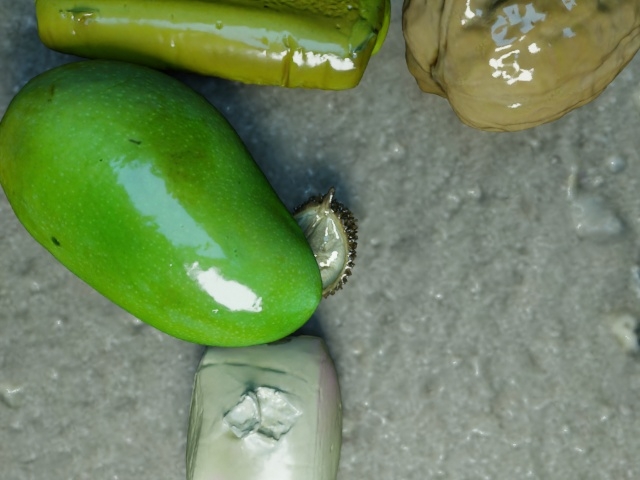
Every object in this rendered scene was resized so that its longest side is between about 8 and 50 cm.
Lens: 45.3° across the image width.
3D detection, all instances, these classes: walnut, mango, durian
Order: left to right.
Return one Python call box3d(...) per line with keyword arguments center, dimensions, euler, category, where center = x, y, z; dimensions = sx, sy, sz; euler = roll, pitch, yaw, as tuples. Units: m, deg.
box3d(center=(-0.160, -0.038, 0.791), dimensions=(0.382, 0.201, 0.225), euler=(37, 81, 7), category="mango")
box3d(center=(-0.002, -0.002, 0.854), dimensions=(0.110, 0.071, 0.140), euler=(30, 114, 15), category="durian")
box3d(center=(0.213, -0.236, 0.786), dimensions=(0.257, 0.257, 0.224), euler=(-43, 57, 0), category="walnut")

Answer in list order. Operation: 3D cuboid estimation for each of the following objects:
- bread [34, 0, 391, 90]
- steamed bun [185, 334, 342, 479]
box3d(center=(-0.117, -0.248, 0.836), dimensions=(0.384, 0.112, 0.166), euler=(7, 68, 0), category="bread")
box3d(center=(-0.062, 0.219, 0.812), dimensions=(0.170, 0.152, 0.238), euler=(3, 87, 2), category="steamed bun")
